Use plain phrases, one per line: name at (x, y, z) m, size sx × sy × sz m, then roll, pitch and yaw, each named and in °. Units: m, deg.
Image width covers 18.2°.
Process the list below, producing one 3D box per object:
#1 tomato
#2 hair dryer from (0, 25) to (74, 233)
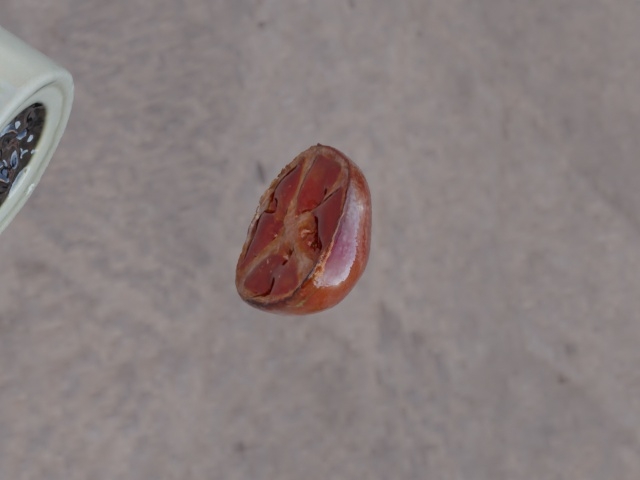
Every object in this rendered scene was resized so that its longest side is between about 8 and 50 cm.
tomato at (0.000, 0.000, 1.646) m, size 0.069 × 0.155 × 0.156 m, roll 27°, pitch 55°, yaw -28°
hair dryer at (-0.187, -0.176, 0.958) m, size 0.203 × 0.362 × 0.128 m, roll 33°, pitch 27°, yaw 8°
